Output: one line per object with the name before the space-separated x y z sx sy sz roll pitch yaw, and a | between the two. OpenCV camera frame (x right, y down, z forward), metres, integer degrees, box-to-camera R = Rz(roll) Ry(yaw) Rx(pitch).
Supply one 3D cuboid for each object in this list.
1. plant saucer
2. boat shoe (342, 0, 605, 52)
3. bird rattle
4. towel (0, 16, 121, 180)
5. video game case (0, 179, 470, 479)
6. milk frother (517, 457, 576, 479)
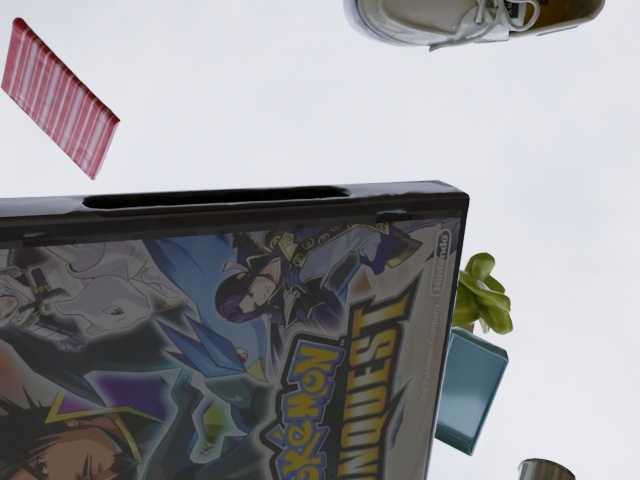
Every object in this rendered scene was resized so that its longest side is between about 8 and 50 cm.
plant saucer | 0.146 0.158 0.869 0.067 0.192 0.018 25 -128 17
boat shoe | 0.218 -0.308 1.081 0.367 0.156 0.135 -4 -76 -26
bird rattle | 0.114 0.080 1.070 0.254 0.143 0.206 20 -83 1
towel | -0.488 -0.261 1.565 0.275 0.199 0.031 45 -129 4
video game case | -0.054 0.109 0.412 0.248 0.274 0.035 -4 -158 -26
milk frother | 0.322 0.409 1.188 0.129 0.143 0.134 18 -130 13
